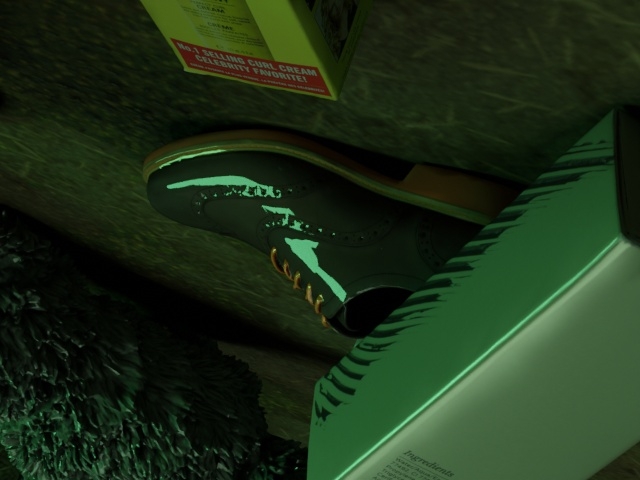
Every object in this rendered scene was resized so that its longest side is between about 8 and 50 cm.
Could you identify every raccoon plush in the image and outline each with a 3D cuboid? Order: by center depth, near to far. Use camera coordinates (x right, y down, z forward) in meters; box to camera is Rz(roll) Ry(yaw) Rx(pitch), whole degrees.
[{"bbox_3d":[-0.138,0.116,1.472,0.446,0.216,0.299,3,151,18],"label":"raccoon plush"}]

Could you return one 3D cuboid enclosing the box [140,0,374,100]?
[{"bbox_3d":[-0.047,-0.139,0.709,0.087,0.058,0.232,13,163,18],"label":"box"}]

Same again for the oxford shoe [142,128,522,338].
[{"bbox_3d":[0.000,0.000,1.034,0.271,0.098,0.097,11,162,28],"label":"oxford shoe"}]

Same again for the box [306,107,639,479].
[{"bbox_3d":[0.110,0.062,0.903,0.113,0.094,0.275,27,132,-22],"label":"box"}]

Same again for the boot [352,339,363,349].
[{"bbox_3d":[0.074,0.132,1.427,0.123,0.095,0.258,23,156,8],"label":"boot"}]
